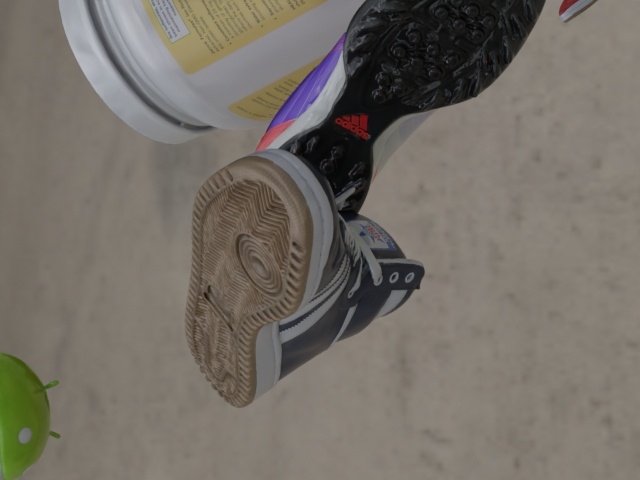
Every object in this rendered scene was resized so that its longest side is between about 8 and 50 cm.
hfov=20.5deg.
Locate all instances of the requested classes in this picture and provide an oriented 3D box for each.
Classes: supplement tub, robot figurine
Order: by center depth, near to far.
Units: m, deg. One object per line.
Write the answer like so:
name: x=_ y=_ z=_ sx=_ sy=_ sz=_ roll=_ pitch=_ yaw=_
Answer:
robot figurine: x=-0.186 y=0.090 z=0.876 sx=0.101 sy=0.115 sz=0.067 roll=96 pitch=164 yaw=-48
supplement tub: x=-0.036 y=-0.240 z=1.524 sx=0.331 sy=0.241 sz=0.241 roll=-25 pitch=64 yaw=29

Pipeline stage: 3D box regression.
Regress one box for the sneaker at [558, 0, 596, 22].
sneaker: x=0.245 y=-0.258 z=1.648 sx=0.067 sy=0.118 sz=0.042 roll=48 pitch=154 yaw=-9

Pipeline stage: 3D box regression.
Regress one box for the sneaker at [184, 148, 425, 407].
sneaker: x=0.000 y=0.000 z=1.166 sx=0.099 sy=0.153 sz=0.282 roll=52 pitch=155 yaw=17

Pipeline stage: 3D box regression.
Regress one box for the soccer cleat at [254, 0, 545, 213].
soccer cleat: x=0.046 y=-0.124 z=1.273 sx=0.318 sy=0.108 sz=0.116 roll=-49 pitch=21 yaw=35
